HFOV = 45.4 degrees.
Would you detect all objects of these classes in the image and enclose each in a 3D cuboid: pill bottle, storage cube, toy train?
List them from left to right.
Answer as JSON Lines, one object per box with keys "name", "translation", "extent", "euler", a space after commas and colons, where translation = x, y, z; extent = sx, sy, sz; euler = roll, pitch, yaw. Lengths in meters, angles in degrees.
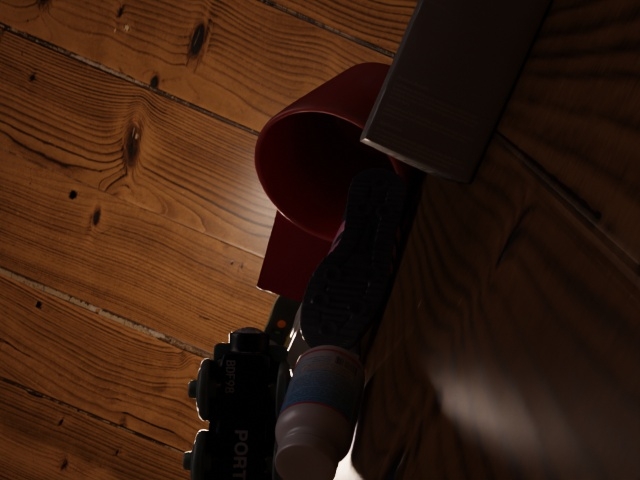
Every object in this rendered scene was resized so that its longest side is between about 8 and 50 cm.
{"name": "toy train", "translation": [-0.098, 0.281, 0.994], "extent": [0.190, 0.142, 0.334], "euler": [99, 173, -83]}
{"name": "pill bottle", "translation": [-0.002, 0.198, 0.866], "extent": [0.160, 0.087, 0.087], "euler": [-69, 2, -58]}
{"name": "storage cube", "translation": [0.000, 0.000, 1.498], "extent": [0.183, 0.215, 0.193], "euler": [-71, -2, -61]}

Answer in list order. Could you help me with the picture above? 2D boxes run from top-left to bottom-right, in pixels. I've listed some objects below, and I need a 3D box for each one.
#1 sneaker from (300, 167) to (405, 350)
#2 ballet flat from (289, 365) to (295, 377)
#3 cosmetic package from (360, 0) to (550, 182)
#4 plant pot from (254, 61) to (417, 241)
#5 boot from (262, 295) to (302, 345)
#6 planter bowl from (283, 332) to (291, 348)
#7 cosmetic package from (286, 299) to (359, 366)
{"name": "sneaker", "translation": [0.058, 0.049, 1.118], "extent": [0.131, 0.112, 0.319], "euler": [86, -156, -53]}
{"name": "ballet flat", "translation": [-0.021, 0.236, 1.295], "extent": [0.068, 0.072, 0.213], "euler": [-29, 12, -7]}
{"name": "cosmetic package", "translation": [0.144, -0.192, 0.818], "extent": [0.107, 0.127, 0.238], "euler": [-93, 28, -85]}
{"name": "plant pot", "translation": [0.059, -0.171, 1.329], "extent": [0.243, 0.275, 0.275], "euler": [-55, -7, -43]}
{"name": "boot", "translation": [-0.065, 0.208, 1.667], "extent": [0.244, 0.088, 0.176], "euler": [-58, -20, -28]}
{"name": "planter bowl", "translation": [-0.039, 0.241, 1.487], "extent": [0.217, 0.090, 0.217], "euler": [-157, 90, -88]}
{"name": "cosmetic package", "translation": [0.007, 0.143, 1.181], "extent": [0.239, 0.099, 0.060], "euler": [-78, 11, -79]}
